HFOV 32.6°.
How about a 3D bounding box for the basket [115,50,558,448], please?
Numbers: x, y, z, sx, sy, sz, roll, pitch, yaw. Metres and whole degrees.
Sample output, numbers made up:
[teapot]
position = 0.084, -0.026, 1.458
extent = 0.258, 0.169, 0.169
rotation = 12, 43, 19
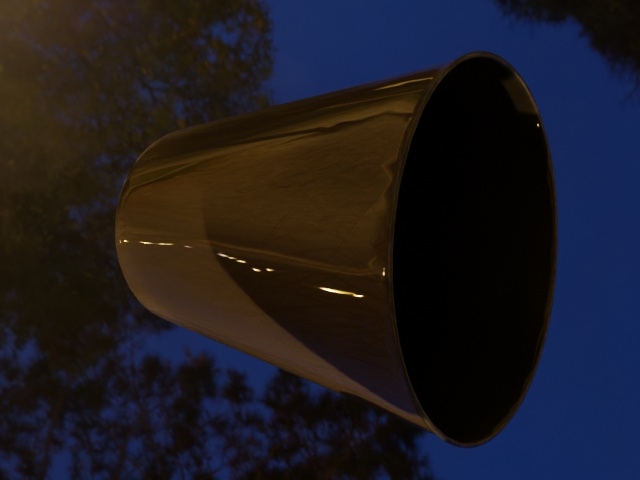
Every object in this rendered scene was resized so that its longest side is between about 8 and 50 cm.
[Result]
[basket]
position = 0.000, 0.000, 0.636
extent = 0.227, 0.204, 0.154
rotation = 4, -171, 42
